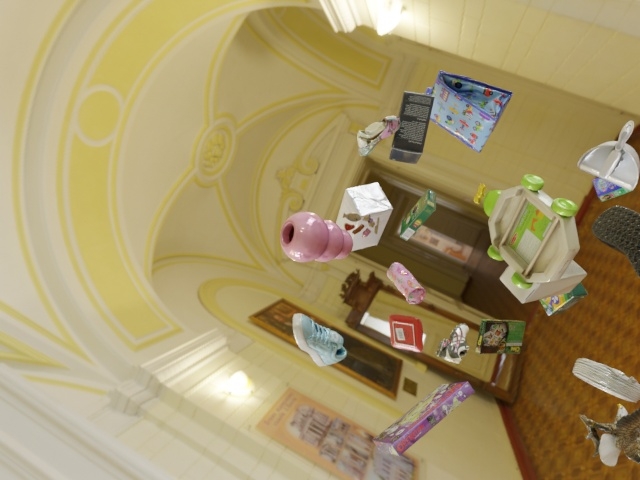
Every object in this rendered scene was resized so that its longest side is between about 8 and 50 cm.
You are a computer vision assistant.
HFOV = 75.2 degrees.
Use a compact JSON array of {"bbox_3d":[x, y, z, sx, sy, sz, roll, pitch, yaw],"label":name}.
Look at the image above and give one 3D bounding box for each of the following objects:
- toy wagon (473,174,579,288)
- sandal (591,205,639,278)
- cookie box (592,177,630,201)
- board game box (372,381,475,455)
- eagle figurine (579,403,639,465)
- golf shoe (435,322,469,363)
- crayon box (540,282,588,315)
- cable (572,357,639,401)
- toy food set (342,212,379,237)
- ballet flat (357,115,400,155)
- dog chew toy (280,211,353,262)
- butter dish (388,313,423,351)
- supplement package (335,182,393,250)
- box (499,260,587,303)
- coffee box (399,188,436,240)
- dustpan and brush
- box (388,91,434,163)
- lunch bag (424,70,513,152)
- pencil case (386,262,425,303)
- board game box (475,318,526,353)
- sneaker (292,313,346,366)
[{"bbox_3d":[0.554,-0.047,1.154,0.344,0.068,0.267,-114,25,-47],"label":"toy wagon"},{"bbox_3d":[0.983,0.027,1.220,0.168,0.107,0.446,-52,13,25],"label":"sandal"},{"bbox_3d":[1.114,-0.211,1.586,0.107,0.040,0.092,-27,41,40],"label":"cookie box"},{"bbox_3d":[0.356,0.613,1.447,0.346,0.056,0.208,-29,-9,-21],"label":"board game box"},{"bbox_3d":[1.048,0.622,1.378,0.298,0.226,0.225,-27,45,34],"label":"eagle figurine"},{"bbox_3d":[0.666,0.503,2.009,0.272,0.120,0.105,-29,-44,-41],"label":"golf shoe"},{"bbox_3d":[1.078,0.162,1.952,0.203,0.083,0.323,99,162,-55],"label":"crayon box"},{"bbox_3d":[1.223,0.597,1.771,0.089,0.257,0.257,-62,25,-5],"label":"cable"},{"bbox_3d":[0.127,-0.047,1.309,0.019,0.122,0.078,-124,38,-70],"label":"toy food set"},{"bbox_3d":[0.175,-0.359,1.409,0.221,0.079,0.077,-27,60,55],"label":"ballet flat"},{"bbox_3d":[0.000,0.000,1.717,0.331,0.206,0.207,12,-74,-37],"label":"dog chew toy"},{"bbox_3d":[0.398,0.395,1.846,0.118,0.159,0.160,-19,-75,-49],"label":"butter dish"},{"bbox_3d":[0.201,-0.108,2.015,0.177,0.175,0.293,-14,-32,-19],"label":"supplement package"},{"bbox_3d":[0.901,0.144,1.681,0.311,0.148,0.121,-4,-46,-27],"label":"box"},{"bbox_3d":[0.369,-0.095,1.572,0.184,0.040,0.113,-57,8,39],"label":"coffee box"},{"bbox_3d":[0.744,-0.219,1.045,0.060,0.147,0.211,-37,-35,-23],"label":"dustpan and brush"},{"bbox_3d":[0.317,-0.392,1.465,0.153,0.108,0.207,17,-95,-84],"label":"box"},{"bbox_3d":[0.523,-0.496,1.562,0.138,0.293,0.221,-56,-14,-13],"label":"lunch bag"},{"bbox_3d":[0.483,0.242,2.366,0.284,0.124,0.124,56,131,56],"label":"pencil case"},{"bbox_3d":[0.727,0.386,1.666,0.030,0.259,0.136,10,90,59],"label":"board game box"},{"bbox_3d":[0.007,0.383,1.659,0.366,0.150,0.135,58,-162,-50],"label":"sneaker"}]
